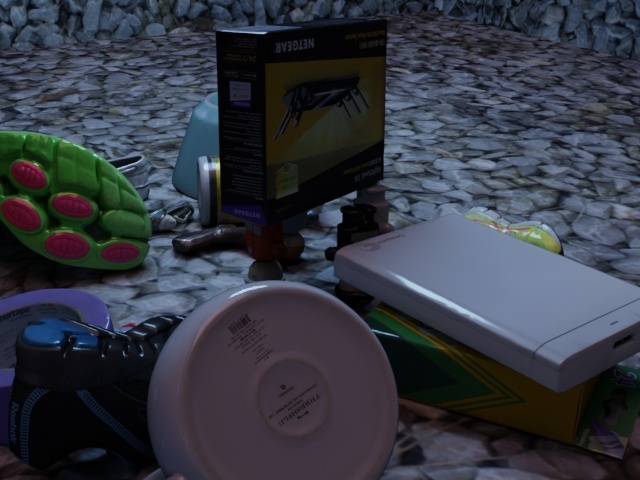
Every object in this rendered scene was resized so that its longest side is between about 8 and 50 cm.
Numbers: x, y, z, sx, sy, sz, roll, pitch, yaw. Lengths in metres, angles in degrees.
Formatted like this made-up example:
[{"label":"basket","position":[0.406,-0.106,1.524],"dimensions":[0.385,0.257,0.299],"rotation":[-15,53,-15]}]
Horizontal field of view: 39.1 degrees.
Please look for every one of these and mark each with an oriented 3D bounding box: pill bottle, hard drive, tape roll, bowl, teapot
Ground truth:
[{"label":"pill bottle","position":[-0.104,-0.090,1.548],"dimensions":[0.209,0.119,0.119],"rotation":[-3,24,-11]},{"label":"hard drive","position":[0.218,0.059,1.105],"dimensions":[0.233,0.047,0.353],"rotation":[-17,28,-36]},{"label":"tape roll","position":[-0.324,0.137,1.022],"dimensions":[0.189,0.080,0.189],"rotation":[-5,30,3]},{"label":"bowl","position":[-0.132,-0.195,1.736],"dimensions":[0.312,0.163,0.311],"rotation":[1,24,-1]},{"label":"teapot","position":[-0.063,0.170,0.874],"dimensions":[0.256,0.252,0.187],"rotation":[14,-24,-21]}]

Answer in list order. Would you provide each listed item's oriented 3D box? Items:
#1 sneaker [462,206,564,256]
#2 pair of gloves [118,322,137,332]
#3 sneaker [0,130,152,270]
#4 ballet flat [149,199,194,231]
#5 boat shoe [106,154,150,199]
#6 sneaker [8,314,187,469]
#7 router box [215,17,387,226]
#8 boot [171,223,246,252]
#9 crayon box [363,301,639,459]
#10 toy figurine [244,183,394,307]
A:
[{"label":"sneaker","position":[0.282,0.011,1.402],"dimensions":[0.094,0.081,0.209],"rotation":[-25,27,-33]},{"label":"pair of gloves","position":[-0.212,0.151,1.106],"dimensions":[0.198,0.023,0.159],"rotation":[9,25,18]},{"label":"sneaker","position":[-0.484,-0.079,1.401],"dimensions":[0.483,0.185,0.202],"rotation":[19,-8,2]},{"label":"ballet flat","position":[-0.252,-0.039,1.525],"dimensions":[0.041,0.041,0.114],"rotation":[14,27,27]},{"label":"boat shoe","position":[-0.439,-0.107,1.606],"dimensions":[0.268,0.088,0.096],"rotation":[-5,25,-16]},{"label":"sneaker","position":[-0.180,0.161,0.973],"dimensions":[0.341,0.139,0.125],"rotation":[7,11,-44]},{"label":"router box","position":[-0.016,-0.174,1.233],"dimensions":[0.081,0.242,0.309],"rotation":[11,21,31]},{"label":"boot","position":[-0.171,0.001,1.434],"dimensions":[0.114,0.037,0.106],"rotation":[-12,13,-35]},{"label":"crayon box","position":[0.226,0.134,1.095],"dimensions":[0.323,0.083,0.203],"rotation":[13,26,24]},{"label":"toy figurine","position":[0.000,0.000,1.330],"dimensions":[0.213,0.148,0.209],"rotation":[3,18,10]}]
